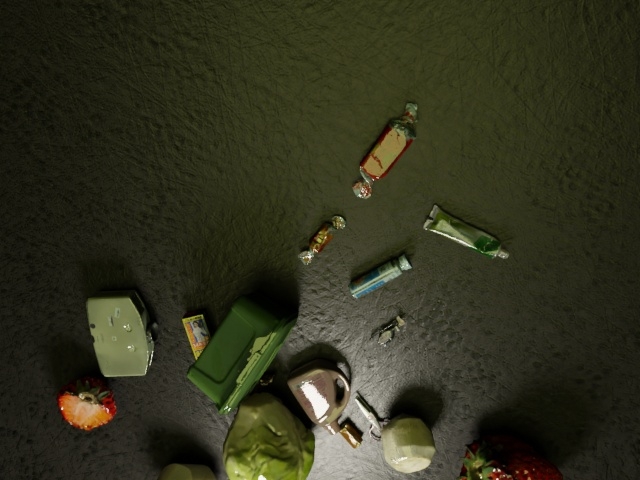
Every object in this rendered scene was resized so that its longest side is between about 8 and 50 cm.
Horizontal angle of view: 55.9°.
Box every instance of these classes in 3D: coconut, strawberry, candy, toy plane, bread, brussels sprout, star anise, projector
[{"bbox_3d":[0.262,0.608,1.832,0.160,0.162,0.161,-4,134,-4],"label":"coconut"},{"bbox_3d":[-0.754,0.518,1.960,0.190,0.111,0.236,28,132,-13],"label":"strawberry"},{"bbox_3d":[0.571,0.710,1.789,0.288,0.250,0.239,16,103,-25],"label":"strawberry"},{"bbox_3d":[0.178,-0.240,1.629,0.086,0.059,0.292,36,107,-1],"label":"candy"},{"bbox_3d":[0.204,0.275,1.800,0.120,0.031,0.049,-39,90,19],"label":"toy plane"},{"bbox_3d":[0.095,0.619,1.914,0.047,0.036,0.083,-39,97,19],"label":"bread"},{"bbox_3d":[-0.159,0.633,1.819,0.242,0.274,0.317,-8,122,52],"label":"brussels sprout"},{"bbox_3d":[-0.235,0.458,1.895,0.212,0.053,0.157,-35,104,16],"label":"star anise"},{"bbox_3d":[0.000,0.000,1.730,0.053,0.046,0.182,40,105,-8],"label":"candy"},{"bbox_3d":[-0.603,0.285,1.868,0.193,0.088,0.270,-3,107,7],"label":"projector"},{"bbox_3d":[-0.444,0.822,1.940,0.222,0.202,0.202,18,116,-46],"label":"coconut"}]

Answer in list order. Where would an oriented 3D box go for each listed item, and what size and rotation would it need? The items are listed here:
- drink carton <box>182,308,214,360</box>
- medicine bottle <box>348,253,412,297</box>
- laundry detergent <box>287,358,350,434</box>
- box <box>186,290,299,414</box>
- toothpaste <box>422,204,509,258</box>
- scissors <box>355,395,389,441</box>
[{"bbox_3d":[-0.366,0.298,1.862,0.071,0.056,0.166,-14,105,2],"label":"drink carton"},{"bbox_3d":[0.171,0.103,1.740,0.191,0.051,0.051,-30,101,14],"label":"medicine bottle"},{"bbox_3d":[0.021,0.482,1.860,0.171,0.076,0.237,-29,102,14],"label":"laundry detergent"},{"bbox_3d":[-0.224,0.308,1.728,0.177,0.253,0.329,33,93,5],"label":"box"},{"bbox_3d":[0.411,-0.013,1.680,0.247,0.047,0.078,26,104,1],"label":"toothpaste"},{"bbox_3d":[0.160,0.556,1.894,0.085,0.022,0.176,-33,103,14],"label":"scissors"}]
